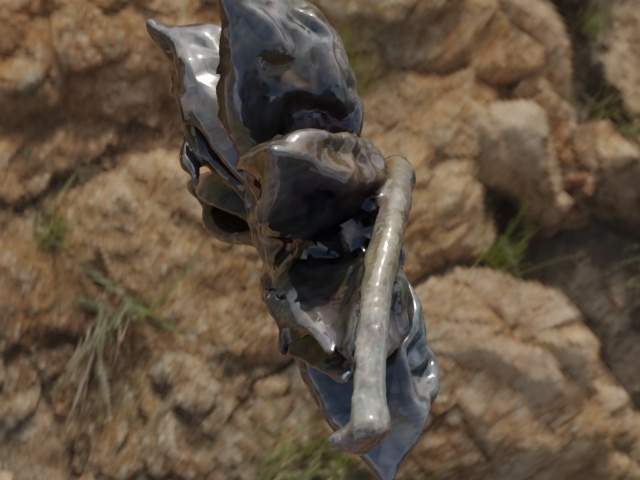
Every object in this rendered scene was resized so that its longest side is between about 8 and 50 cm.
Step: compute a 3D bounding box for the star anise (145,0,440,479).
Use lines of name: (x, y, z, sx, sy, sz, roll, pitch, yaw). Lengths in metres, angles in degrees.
star anise: (0.000, 0.001, 0.649, 0.081, 0.262, 0.230, -16, 116, -13)
